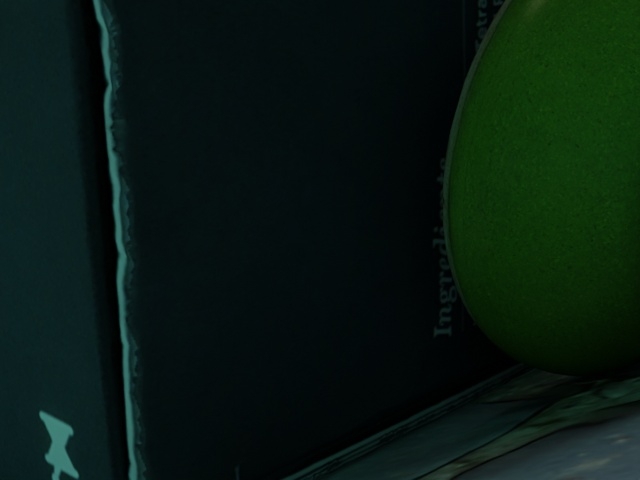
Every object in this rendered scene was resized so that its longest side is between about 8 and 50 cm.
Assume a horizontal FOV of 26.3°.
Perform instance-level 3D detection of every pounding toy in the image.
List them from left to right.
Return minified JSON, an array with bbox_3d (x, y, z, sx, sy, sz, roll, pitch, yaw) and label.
[{"bbox_3d":[0.165,-0.028,0.512,0.237,0.183,0.110,-14,26,-38],"label":"pounding toy"}]

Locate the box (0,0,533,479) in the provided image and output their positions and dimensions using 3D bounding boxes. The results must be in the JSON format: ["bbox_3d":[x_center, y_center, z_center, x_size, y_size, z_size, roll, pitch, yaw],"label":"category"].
[{"bbox_3d":[-0.066,-0.122,0.712,0.480,0.297,0.471,15,26,42],"label":"box"}]
